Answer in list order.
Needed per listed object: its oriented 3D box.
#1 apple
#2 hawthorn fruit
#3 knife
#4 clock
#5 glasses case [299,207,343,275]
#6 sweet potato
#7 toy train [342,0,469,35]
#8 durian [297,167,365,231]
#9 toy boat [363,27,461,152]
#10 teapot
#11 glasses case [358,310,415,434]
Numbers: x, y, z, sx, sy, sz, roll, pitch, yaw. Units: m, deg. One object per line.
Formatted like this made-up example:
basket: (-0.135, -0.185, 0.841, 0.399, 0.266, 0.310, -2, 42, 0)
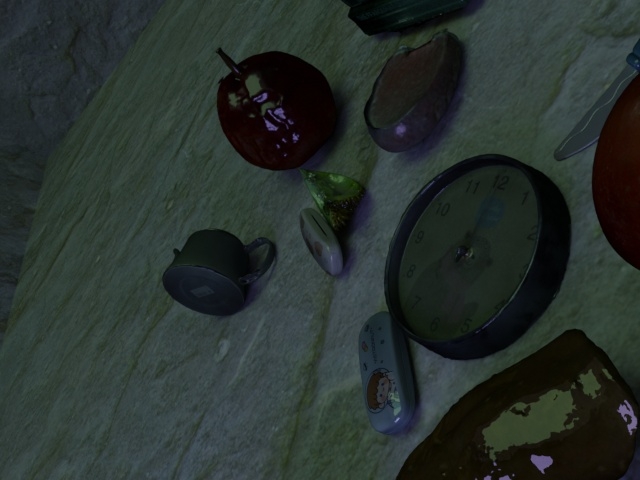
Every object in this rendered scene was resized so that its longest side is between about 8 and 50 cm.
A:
apple: (0.349, -0.060, 0.654, 0.218, 0.218, 0.201, 11, 79, 58)
hawthorn fruit: (-0.105, -0.270, 1.447, 0.230, 0.266, 0.210, -20, 33, 44)
knife: (0.369, -0.190, 0.910, 0.244, 0.032, 0.058, -57, 40, 19)
clock: (0.193, 0.015, 0.985, 0.280, 0.055, 0.281, -35, 42, 38)
glasses case: (0.000, 0.000, 1.272, 0.164, 0.041, 0.063, -123, 22, -55)
sweet potato: (0.168, 0.239, 0.765, 0.370, 0.157, 0.158, -47, 35, 23)
toy train: (0.135, -0.467, 1.314, 0.330, 0.178, 0.139, 4, 70, 58)
durian: (0.015, -0.071, 1.266, 0.086, 0.100, 0.215, -60, 25, 11)
toy boat: (0.156, -0.232, 1.221, 0.155, 0.085, 0.227, -8, 49, 44)
teapot: (-0.198, 0.042, 1.471, 0.239, 0.162, 0.149, -7, 46, 26)
glasses case: (0.088, 0.177, 1.027, 0.067, 0.045, 0.178, -41, 38, 33)
